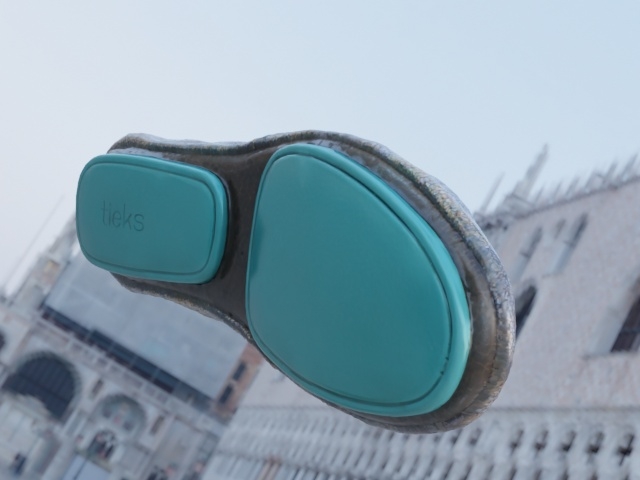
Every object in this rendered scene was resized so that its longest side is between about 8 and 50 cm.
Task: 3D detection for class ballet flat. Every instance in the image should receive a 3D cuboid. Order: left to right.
[{"bbox_3d":[0.000,0.000,0.524,0.106,0.108,0.316,2,12,-36],"label":"ballet flat"}]
